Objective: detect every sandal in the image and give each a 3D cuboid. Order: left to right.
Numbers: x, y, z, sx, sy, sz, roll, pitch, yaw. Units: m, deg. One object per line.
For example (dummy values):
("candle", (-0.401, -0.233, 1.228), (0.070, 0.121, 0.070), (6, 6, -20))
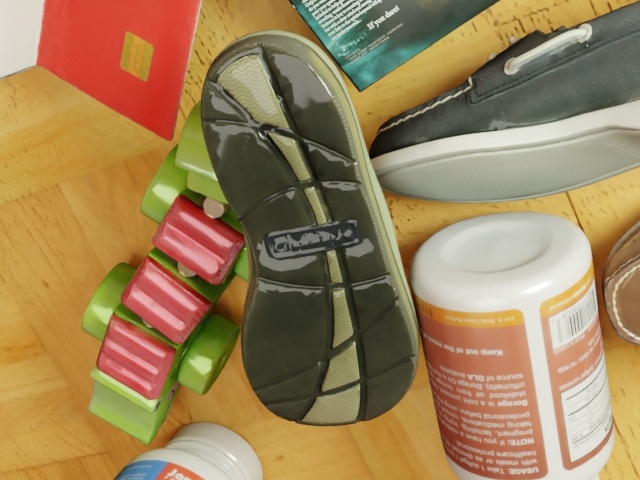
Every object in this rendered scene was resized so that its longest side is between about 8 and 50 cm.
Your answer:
("sandal", (0.001, -0.001, 0.797), (0.120, 0.086, 0.302), (-2, 120, 10))

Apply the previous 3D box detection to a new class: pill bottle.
("pill bottle", (-0.132, 0.246, 0.974), (0.124, 0.221, 0.124), (11, 122, 17))
("pill bottle", (0.136, 0.099, 0.834), (0.121, 0.121, 0.216), (-1, 117, 24))

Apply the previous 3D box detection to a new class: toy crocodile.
("toy crocodile", (-0.108, 0.037, 0.915), (0.115, 0.105, 0.340), (33, 126, 3))

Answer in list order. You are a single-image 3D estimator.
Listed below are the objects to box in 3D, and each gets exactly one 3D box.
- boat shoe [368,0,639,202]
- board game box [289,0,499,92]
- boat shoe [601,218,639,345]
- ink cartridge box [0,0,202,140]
("boat shoe", (0.156, -0.088, 0.740), (0.303, 0.114, 0.091), (-9, 73, 34))
("board game box", (0.061, -0.189, 0.737), (0.186, 0.026, 0.126), (-30, 109, 25))
("boat shoe", (0.318, 0.014, 0.708), (0.324, 0.116, 0.123), (-15, 111, 30))
("ink cartridge box", (-0.189, -0.234, 0.788), (0.261, 0.066, 0.296), (32, 128, 20))
